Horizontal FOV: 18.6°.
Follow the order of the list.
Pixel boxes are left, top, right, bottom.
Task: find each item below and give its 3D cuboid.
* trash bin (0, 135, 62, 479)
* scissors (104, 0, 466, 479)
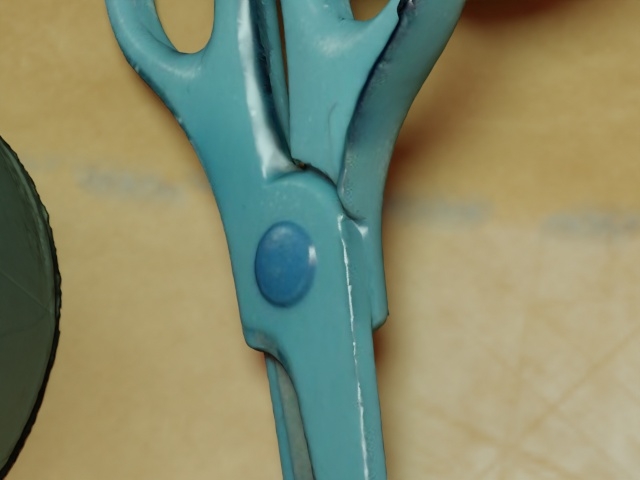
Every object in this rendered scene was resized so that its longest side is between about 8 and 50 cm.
[{"bbox_3d":[-0.224,-0.003,0.610,0.277,0.262,0.217,-2,73,11],"label":"trash bin"},{"bbox_3d":[0.001,0.000,0.659,0.180,0.032,0.393,-18,75,46],"label":"scissors"}]
